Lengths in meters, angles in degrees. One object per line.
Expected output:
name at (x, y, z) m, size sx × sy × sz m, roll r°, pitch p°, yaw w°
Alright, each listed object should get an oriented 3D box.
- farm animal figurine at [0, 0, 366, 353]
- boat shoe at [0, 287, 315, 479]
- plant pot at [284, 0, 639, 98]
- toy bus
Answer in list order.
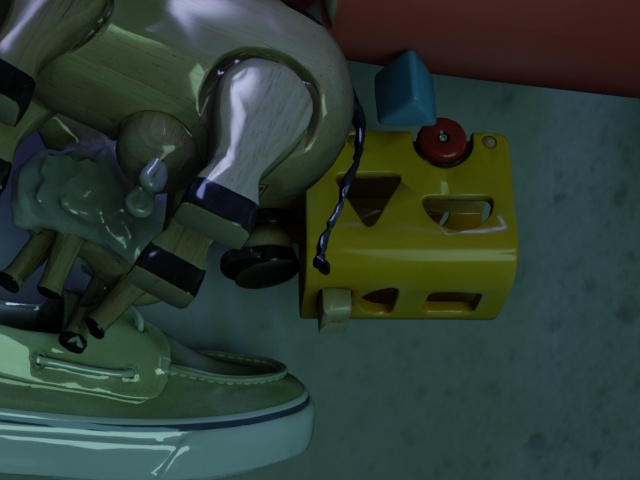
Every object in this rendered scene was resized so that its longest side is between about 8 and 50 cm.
farm animal figurine at (-0.104, -0.119, 0.510) m, size 0.327 × 0.330 × 0.172 m, roll 40°, pitch 55°, yaw -22°
boat shoe at (-0.136, 0.074, 0.668) m, size 0.302 × 0.109 × 0.094 m, roll 5°, pitch 98°, yaw -28°
plant pot at (0.097, -0.204, 0.654) m, size 0.243 × 0.275 × 0.275 m, roll -5°, pitch 105°, yaw -19°
toy bus at (0.012, -0.002, 0.682) m, size 0.191 × 0.202 × 0.104 m, roll 24°, pitch 55°, yaw -43°
